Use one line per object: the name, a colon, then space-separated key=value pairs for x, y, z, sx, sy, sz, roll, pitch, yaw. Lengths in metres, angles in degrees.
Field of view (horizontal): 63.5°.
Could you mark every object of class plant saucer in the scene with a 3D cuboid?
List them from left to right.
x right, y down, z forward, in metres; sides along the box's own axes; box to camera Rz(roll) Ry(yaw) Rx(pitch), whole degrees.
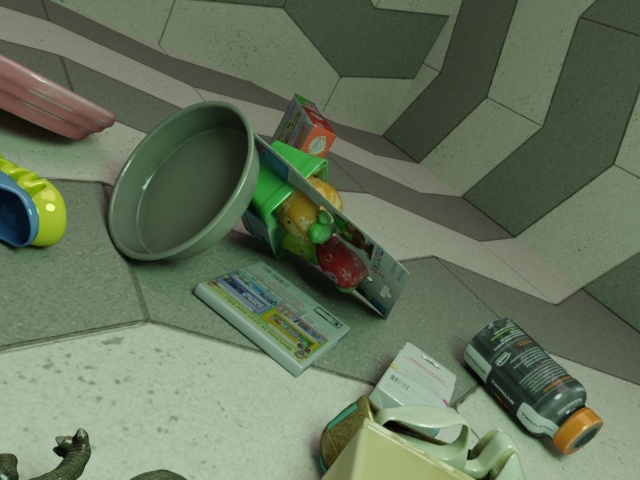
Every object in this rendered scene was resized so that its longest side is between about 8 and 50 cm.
plant saucer: x=-0.564 y=-0.286 z=0.981 sx=0.332 sy=0.084 sz=0.332 roll=28 pitch=1 yaw=-1

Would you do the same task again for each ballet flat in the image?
ballet flat: x=0.167 y=0.279 z=0.649 sx=0.343 sy=0.124 sz=0.116 roll=25 pitch=13 yaw=-11

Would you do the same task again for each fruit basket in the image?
fruit basket: x=0.000 y=0.000 z=0.951 sx=0.353 sy=0.165 sz=0.327 roll=48 pitch=-13 yaw=15

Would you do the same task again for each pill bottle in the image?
pill bottle: x=0.392 y=0.269 z=0.959 sx=0.131 sy=0.130 sz=0.245 roll=12 pitch=27 yaw=-38

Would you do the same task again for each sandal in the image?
sandal: x=-0.494 y=-0.089 z=0.670 sx=0.318 sy=0.126 sz=0.138 roll=31 pitch=25 yaw=8

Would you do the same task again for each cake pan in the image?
cake pan: x=-0.217 y=-0.093 z=0.838 sx=0.293 sy=0.293 sz=0.054 roll=47 pitch=3 yaw=39

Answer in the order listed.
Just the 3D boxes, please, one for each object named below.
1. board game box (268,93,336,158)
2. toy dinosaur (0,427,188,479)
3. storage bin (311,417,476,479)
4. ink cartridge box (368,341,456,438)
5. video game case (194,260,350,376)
board game box: x=-0.074 y=-0.234 z=1.371 sx=0.064 sy=0.242 sz=0.316 roll=23 pitch=22 yaw=-22
toy dinosaur: x=-0.240 y=0.212 z=0.345 sx=0.314 sy=0.121 sz=0.160 roll=20 pitch=34 yaw=-34
storage bin: x=0.103 y=0.334 z=0.450 sx=0.261 sy=0.123 sz=0.262 roll=30 pitch=20 yaw=1
ink cartridge box: x=0.141 y=0.238 z=0.802 sx=0.104 sy=0.061 sz=0.181 roll=35 pitch=22 yaw=14
video game case: x=-0.073 y=0.119 z=0.860 sx=0.212 sy=0.023 sz=0.193 roll=36 pitch=22 yaw=15
